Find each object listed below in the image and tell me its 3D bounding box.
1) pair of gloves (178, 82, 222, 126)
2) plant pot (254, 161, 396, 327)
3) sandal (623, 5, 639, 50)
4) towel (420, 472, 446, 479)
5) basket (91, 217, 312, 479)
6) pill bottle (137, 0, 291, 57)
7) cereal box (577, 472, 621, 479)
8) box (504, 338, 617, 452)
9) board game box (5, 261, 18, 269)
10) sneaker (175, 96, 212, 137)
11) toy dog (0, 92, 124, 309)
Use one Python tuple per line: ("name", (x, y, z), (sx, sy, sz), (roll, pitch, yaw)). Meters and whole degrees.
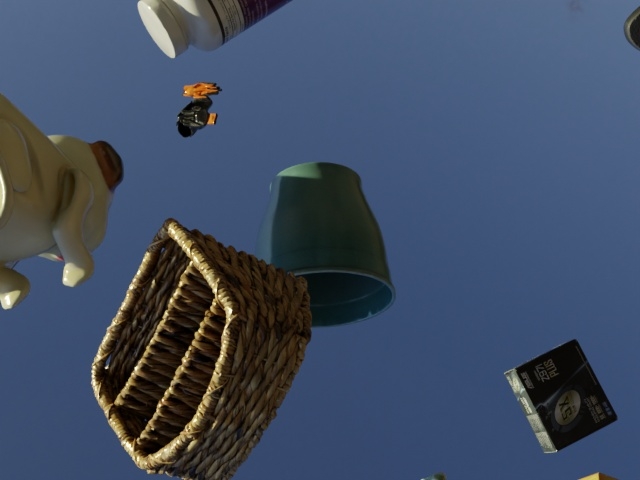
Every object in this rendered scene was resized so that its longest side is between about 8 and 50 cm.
("pair of gloves", (-0.208, -0.235, 1.788), (0.074, 0.010, 0.083), (1, -105, 21))
("plant pot", (0.000, 0.000, 1.973), (0.271, 0.271, 0.255), (9, -119, -23))
("sandal", (0.604, -0.384, 1.715), (0.254, 0.097, 0.054), (-29, -157, -15))
("towel", (0.106, 0.389, 1.452), (0.023, 0.113, 0.152), (48, -129, 3))
("basket", (-0.172, 0.165, 1.372), (0.223, 0.299, 0.213), (25, -156, -15))
("pill bottle", (-0.186, -0.490, 2.003), (0.323, 0.181, 0.181), (-35, -116, -15))
("cereal box", (0.372, 0.360, 1.088), (0.240, 0.047, 0.173), (21, -127, -23))
("box", (0.477, 0.309, 2.056), (0.147, 0.077, 0.180), (-24, -99, -11))
("board game box", (-0.639, -0.067, 1.868), (0.141, 0.232, 0.291), (51, -162, 22))
("sneaker", (-0.264, -0.244, 2.097), (0.051, 0.170, 0.089), (35, -112, -3))
("toy dog", (-0.494, -0.082, 1.623), (0.408, 0.284, 0.395), (19, -139, -63))
